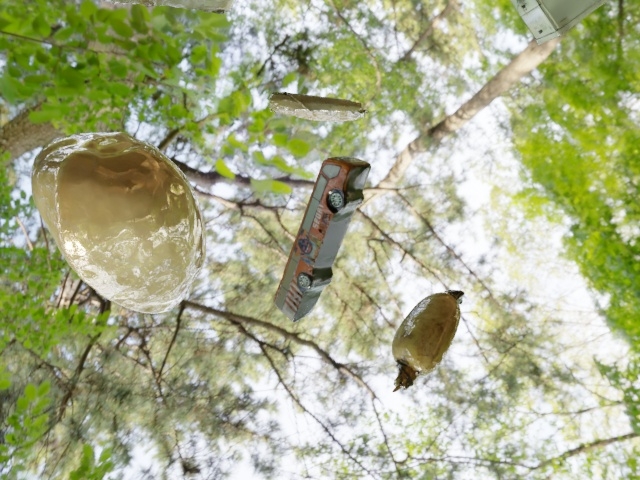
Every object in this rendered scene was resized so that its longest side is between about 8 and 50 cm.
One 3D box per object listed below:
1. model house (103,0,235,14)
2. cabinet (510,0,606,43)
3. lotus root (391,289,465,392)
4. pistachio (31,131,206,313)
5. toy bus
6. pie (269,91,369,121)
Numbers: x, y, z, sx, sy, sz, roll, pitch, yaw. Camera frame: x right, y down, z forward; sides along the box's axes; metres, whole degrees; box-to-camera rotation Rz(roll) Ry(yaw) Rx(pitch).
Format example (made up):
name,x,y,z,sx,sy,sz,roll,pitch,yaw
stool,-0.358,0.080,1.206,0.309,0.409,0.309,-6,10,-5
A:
name,x,y,z,sx,sy,sz,roll,pitch,yaw
model house,-0.160,-0.432,0.513,0.243,0.284,0.299,-21,-106,-52
cabinet,0.432,-0.505,1.012,0.206,0.150,0.145,52,-165,-7
lotus root,0.121,0.115,0.633,0.063,0.072,0.152,35,-115,2
pistachio,-0.243,-0.015,0.681,0.187,0.299,0.188,-2,-123,4
toy bus,0.000,0.000,1.213,0.092,0.409,0.093,35,-152,27
pie,-0.006,-0.370,1.509,0.282,0.128,0.069,6,-87,8
